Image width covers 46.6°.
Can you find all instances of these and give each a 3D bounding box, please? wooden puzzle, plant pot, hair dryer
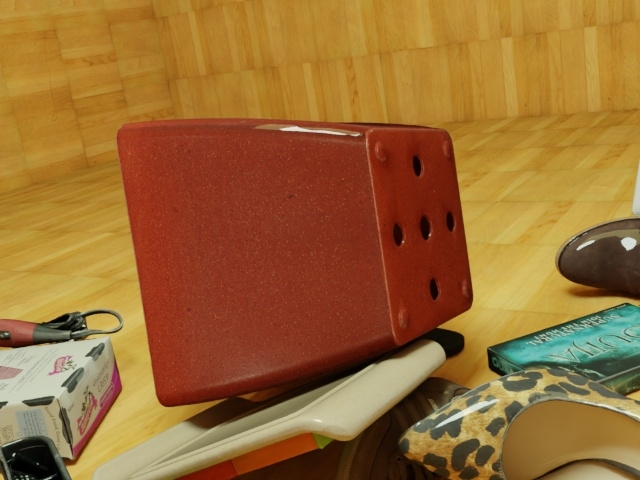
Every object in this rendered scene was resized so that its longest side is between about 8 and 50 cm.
[{"bbox_3d":[-0.033,0.151,0.617,0.239,0.044,0.221,-22,-3,28],"label":"wooden puzzle"},{"bbox_3d":[0.000,0.000,0.726,0.236,0.267,0.267,-6,3,32],"label":"plant pot"},{"bbox_3d":[-0.409,0.100,0.909,0.294,0.080,0.224,-6,-6,-29],"label":"hair dryer"}]

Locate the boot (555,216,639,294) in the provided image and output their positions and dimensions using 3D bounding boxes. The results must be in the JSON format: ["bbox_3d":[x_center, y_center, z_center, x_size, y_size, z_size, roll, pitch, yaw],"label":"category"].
[{"bbox_3d":[0.400,0.037,0.820,0.249,0.090,0.207,-3,15,9],"label":"boot"}]

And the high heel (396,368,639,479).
[{"bbox_3d":[0.193,0.156,0.500,0.262,0.093,0.186,-1,9,-5],"label":"high heel"}]

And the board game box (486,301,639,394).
[{"bbox_3d":[0.280,0.112,0.743,0.186,0.026,0.126,-15,16,-20],"label":"board game box"}]

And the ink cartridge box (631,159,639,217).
[{"bbox_3d":[0.534,-0.162,0.935,0.161,0.279,0.385,12,11,33],"label":"ink cartridge box"}]

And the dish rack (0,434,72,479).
[{"bbox_3d":[-0.294,0.247,0.500,0.272,0.074,0.208,-17,17,-26],"label":"dish rack"}]

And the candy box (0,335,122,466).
[{"bbox_3d":[-0.349,0.175,0.785,0.234,0.071,0.159,-8,14,5],"label":"candy box"}]

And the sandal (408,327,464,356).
[{"bbox_3d":[0.084,0.098,0.869,0.179,0.040,0.067,4,20,37],"label":"sandal"}]

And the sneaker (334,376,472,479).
[{"bbox_3d":[0.080,0.163,0.602,0.071,0.066,0.188,2,20,32],"label":"sneaker"}]
